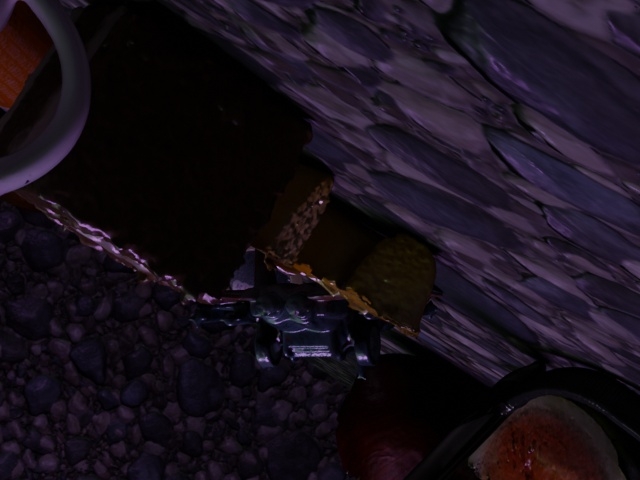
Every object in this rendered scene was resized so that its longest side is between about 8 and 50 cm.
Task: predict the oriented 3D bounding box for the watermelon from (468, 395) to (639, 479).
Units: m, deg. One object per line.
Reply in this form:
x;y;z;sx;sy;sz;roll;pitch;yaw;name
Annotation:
0.210;0.194;1.312;0.063;0.119;0.245;22;180;-35;watermelon

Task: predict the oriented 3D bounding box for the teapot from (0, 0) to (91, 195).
-0.236;-0.141;0.726;0.300;0.166;0.208;41;162;3;teapot

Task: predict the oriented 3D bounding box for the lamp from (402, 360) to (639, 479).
0.181;0.189;1.109;0.283;0.203;0.124;31;156;38;lamp

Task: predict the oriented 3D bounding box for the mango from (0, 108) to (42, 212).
-0.291;-0.085;1.537;0.133;0.111;0.267;16;174;-7;mango

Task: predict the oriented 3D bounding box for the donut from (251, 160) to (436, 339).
-0.004;-0.001;1.037;0.181;0.078;0.146;28;177;-29;donut

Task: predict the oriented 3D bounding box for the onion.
0.147;0.242;1.749;0.272;0.195;0.272;51;-157;-31;onion

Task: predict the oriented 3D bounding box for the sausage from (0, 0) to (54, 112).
-0.215;-0.133;1.019;0.071;0.071;0.234;29;173;18;sausage

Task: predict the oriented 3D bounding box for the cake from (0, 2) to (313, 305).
-0.107;-0.051;0.867;0.135;0.134;0.147;37;165;-30;cake

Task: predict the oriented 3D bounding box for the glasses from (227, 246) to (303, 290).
-0.111;0.011;1.540;0.190;0.088;0.220;32;174;-4;glasses

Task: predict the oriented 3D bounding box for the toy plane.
0.016;0.065;1.303;0.223;0.104;0.326;-2;165;19;toy plane
